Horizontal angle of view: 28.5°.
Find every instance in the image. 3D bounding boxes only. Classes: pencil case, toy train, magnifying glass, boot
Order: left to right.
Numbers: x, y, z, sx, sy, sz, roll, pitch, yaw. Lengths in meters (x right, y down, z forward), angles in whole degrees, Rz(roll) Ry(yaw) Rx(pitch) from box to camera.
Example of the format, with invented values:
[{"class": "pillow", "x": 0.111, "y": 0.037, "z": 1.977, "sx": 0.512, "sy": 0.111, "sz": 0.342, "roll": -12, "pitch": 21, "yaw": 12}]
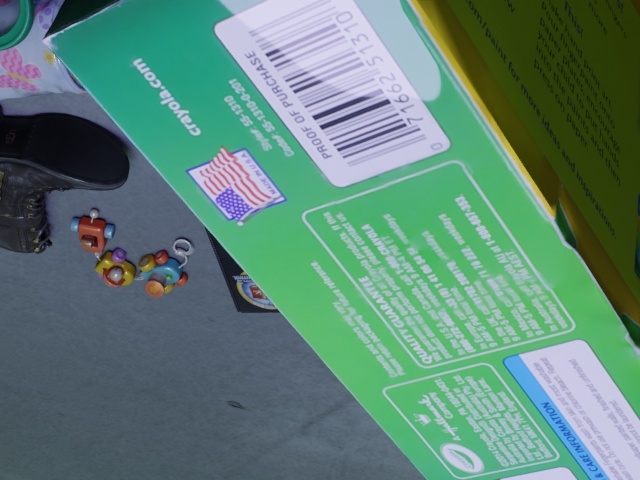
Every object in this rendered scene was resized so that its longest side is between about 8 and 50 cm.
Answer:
[{"class": "magnifying glass", "x": -0.390, "y": -0.300, "z": 1.326, "sx": 0.092, "sy": 0.026, "sz": 0.231, "roll": -37, "pitch": 96, "yaw": 14}, {"class": "pencil case", "x": -0.382, "y": -0.206, "z": 1.427, "sx": 0.273, "sy": 0.113, "sz": 0.124, "roll": -5, "pitch": 140, "yaw": 19}, {"class": "boot", "x": -0.366, "y": -0.061, "z": 1.612, "sx": 0.263, "sy": 0.091, "sz": 0.229, "roll": 14, "pitch": 143, "yaw": 5}, {"class": "toy train", "x": -0.257, "y": 0.026, "z": 1.690, "sx": 0.166, "sy": 0.046, "sz": 0.125, "roll": 14, "pitch": 138, "yaw": 1}]

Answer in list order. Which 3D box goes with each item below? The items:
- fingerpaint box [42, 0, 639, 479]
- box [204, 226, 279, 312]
[{"class": "fingerpaint box", "x": 0.094, "y": -0.083, "z": 0.716, "sx": 0.163, "sy": 0.371, "sz": 0.445, "roll": -18, "pitch": 128, "yaw": 30}, {"class": "box", "x": 0.000, "y": 0.000, "z": 1.586, "sx": 0.270, "sy": 0.060, "sz": 0.216, "roll": -1, "pitch": 135, "yaw": 15}]
